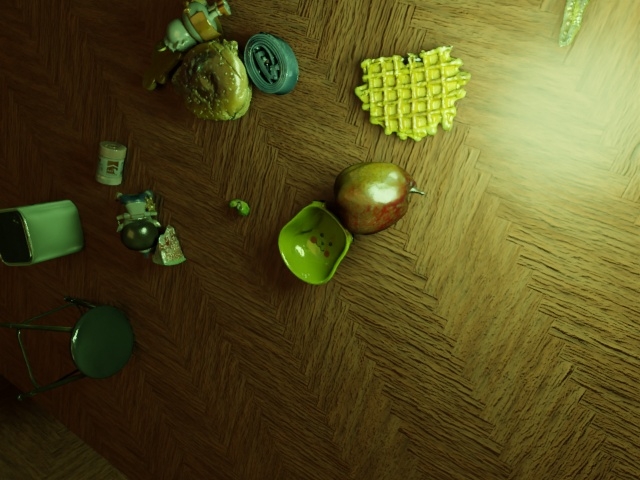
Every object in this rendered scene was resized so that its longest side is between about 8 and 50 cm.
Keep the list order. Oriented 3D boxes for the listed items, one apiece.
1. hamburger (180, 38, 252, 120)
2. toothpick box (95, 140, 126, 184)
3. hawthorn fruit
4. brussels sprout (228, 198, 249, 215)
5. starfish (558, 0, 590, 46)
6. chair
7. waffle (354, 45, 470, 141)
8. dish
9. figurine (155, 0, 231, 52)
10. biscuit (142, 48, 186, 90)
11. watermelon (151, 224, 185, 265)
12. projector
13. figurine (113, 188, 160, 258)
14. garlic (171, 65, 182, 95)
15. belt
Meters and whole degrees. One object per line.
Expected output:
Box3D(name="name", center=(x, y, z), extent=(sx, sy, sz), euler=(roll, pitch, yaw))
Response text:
Box3D(name="hamburger", center=(-0.330, -0.513, 1.459), extent=(0.286, 0.146, 0.243), euler=(-38, 91, 29))
Box3D(name="toothpick box", center=(-0.832, -0.307, 1.794), extent=(0.099, 0.098, 0.148), euler=(29, 116, 18))
Box3D(name="hawthorn fruit", center=(0.165, -0.123, 1.275), extent=(0.249, 0.208, 0.207), euler=(-11, 98, 10))
Box3D(name="brussels sprout", center=(-0.287, -0.119, 1.588), extent=(0.084, 0.046, 0.050), euler=(28, 108, 19))
Box3D(name="starfish", center=(0.636, -0.669, 0.919), extent=(0.398, 0.132, 0.383), euler=(-22, 85, 43))
Box3D(name="chair", center=(-1.083, 0.450, 1.992), extent=(0.411, 0.362, 0.364), euler=(-9, 98, 24))
Box3D(name="waffle", center=(0.247, -0.412, 1.225), extent=(0.309, 0.065, 0.283), euler=(43, 120, 8))
Box3D(name="dish", center=(0.000, 0.000, 1.433), extent=(0.221, 0.108, 0.262), euler=(45, 120, 11))
Box3D(name="figurine", center=(-0.411, -0.679, 1.433), extent=(0.272, 0.143, 0.143), euler=(-16, 96, 2))
Box3D(name="biscuit", center=(-0.549, -0.617, 1.582), extent=(0.240, 0.035, 0.158), euler=(-34, 62, 31))
Box3D(name="watermelon", center=(-0.591, 0.036, 1.763), extent=(0.121, 0.098, 0.158), euler=(33, 112, 16))
Box3D(name="projector", center=(-1.239, -0.037, 1.991), extent=(0.249, 0.249, 0.247), euler=(-3, 101, 27))
Box3D(name="figurine", center=(-0.714, -0.060, 1.776), extent=(0.158, 0.161, 0.275), euler=(-155, 62, -65))
Box3D(name="garlic", center=(-0.467, -0.548, 1.553), extent=(0.113, 0.094, 0.074), euler=(-62, 40, 26))
Box3D(name="belt", center=(-0.150, -0.541, 1.385), extent=(0.142, 0.082, 0.190), euler=(-31, 86, 29))
